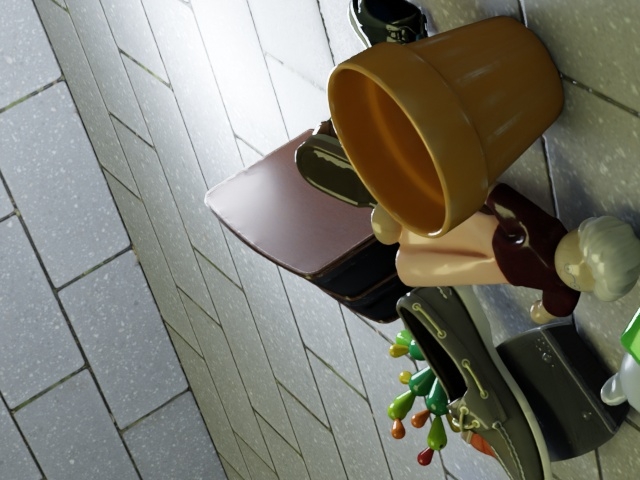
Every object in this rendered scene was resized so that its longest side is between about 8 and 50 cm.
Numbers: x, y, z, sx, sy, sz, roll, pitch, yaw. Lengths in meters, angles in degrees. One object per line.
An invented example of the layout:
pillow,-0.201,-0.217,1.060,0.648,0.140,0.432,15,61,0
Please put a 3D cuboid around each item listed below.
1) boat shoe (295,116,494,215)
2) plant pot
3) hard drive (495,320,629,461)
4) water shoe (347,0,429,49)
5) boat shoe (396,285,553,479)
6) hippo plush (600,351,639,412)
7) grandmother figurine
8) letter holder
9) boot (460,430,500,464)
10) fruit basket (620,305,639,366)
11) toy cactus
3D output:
boat shoe,0.123,-0.073,1.808,0.307,0.104,0.111,31,144,14
plant pot,0.141,-0.136,1.519,0.205,0.188,0.205,49,160,25
hard drive,0.294,0.189,1.849,0.172,0.054,0.255,56,162,7
water shoe,0.098,-0.220,1.680,0.203,0.073,0.080,52,158,18
boat shoe,0.197,0.191,1.870,0.305,0.091,0.109,64,164,9
hippo plush,0.356,0.184,1.398,0.294,0.234,0.236,47,178,-24
grandmother figurine,0.215,0.016,1.615,0.342,0.104,0.208,4,142,52
letter holder,0.000,0.000,2.051,0.302,0.214,0.152,35,151,49
boot,0.252,0.268,2.094,0.084,0.059,0.158,41,160,21
fruit basket,0.450,0.057,1.043,0.392,0.283,0.392,3,96,30
toy cactus,0.166,0.198,2.101,0.180,0.112,0.219,-57,22,37
